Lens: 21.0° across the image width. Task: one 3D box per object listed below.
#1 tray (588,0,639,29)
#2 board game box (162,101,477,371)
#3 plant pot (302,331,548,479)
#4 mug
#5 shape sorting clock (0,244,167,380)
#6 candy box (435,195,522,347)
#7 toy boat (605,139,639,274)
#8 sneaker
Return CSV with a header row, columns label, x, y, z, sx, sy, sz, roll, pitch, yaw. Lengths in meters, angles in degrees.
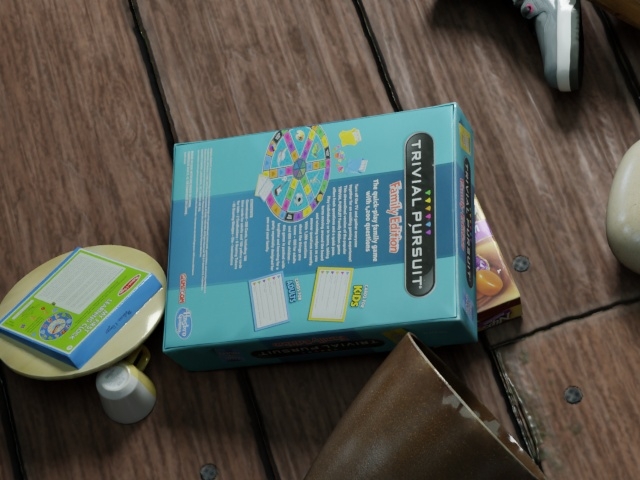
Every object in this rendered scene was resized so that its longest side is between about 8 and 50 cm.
label,x,y,z,sx,sy,sz,roll,pitch,yaw
tray,0.421,-0.433,2.027,0.203,0.076,0.411,25,65,-20
board game box,0.000,0.000,1.892,0.336,0.079,0.254,-7,66,18
plant pot,0.079,0.249,1.742,0.230,0.215,0.215,-43,64,4
mug,-0.219,0.155,1.898,0.062,0.064,0.078,-10,62,5
shape sorting clock,-0.269,0.081,1.933,0.206,0.040,0.206,-13,38,10
candy box,0.140,0.014,1.917,0.109,0.053,0.187,-21,61,0
toy boat,0.465,-0.081,1.874,0.267,0.148,0.318,14,74,21
sneaker,0.213,-0.303,2.024,0.178,0.124,0.296,-7,66,9
